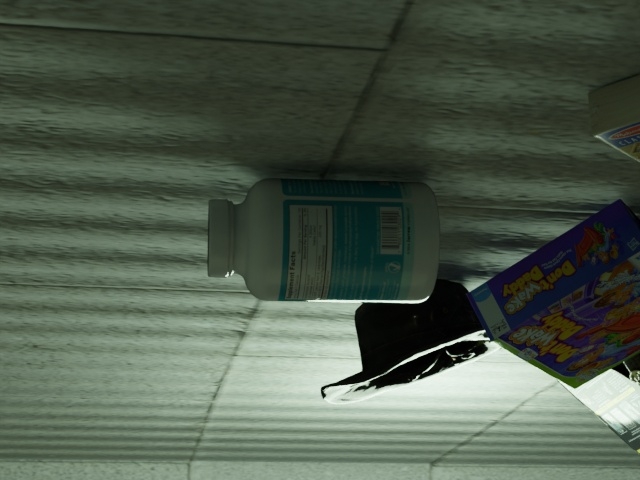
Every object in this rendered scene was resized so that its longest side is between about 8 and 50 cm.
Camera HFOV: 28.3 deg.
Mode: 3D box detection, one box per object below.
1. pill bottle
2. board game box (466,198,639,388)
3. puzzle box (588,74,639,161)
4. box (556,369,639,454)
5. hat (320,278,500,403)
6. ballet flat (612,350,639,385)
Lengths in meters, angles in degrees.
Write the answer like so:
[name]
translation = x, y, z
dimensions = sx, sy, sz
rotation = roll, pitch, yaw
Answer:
[pill bottle]
translation = 0.000, 0.000, 1.495
dimensions = 0.264, 0.146, 0.146
rotation = 2, 161, -6
[board game box]
translation = 0.376, 0.085, 1.740
dimensions = 0.233, 0.078, 0.347
rotation = -33, 151, 17
[puzzle box]
translation = 0.509, -0.143, 1.251
dimensions = 0.409, 0.052, 0.272
rotation = -17, 155, 39
[box]
translation = 0.571, 0.256, 2.069
dimensions = 0.097, 0.318, 0.395
rotation = -43, 169, -18
[hat]
translation = 0.143, 0.134, 1.911
dimensions = 0.331, 0.134, 0.331
rotation = -17, 168, -4
[ballet flat]
translation = 0.432, 0.171, 1.946
dimensions = 0.250, 0.058, 0.084
rotation = 34, 155, 46
